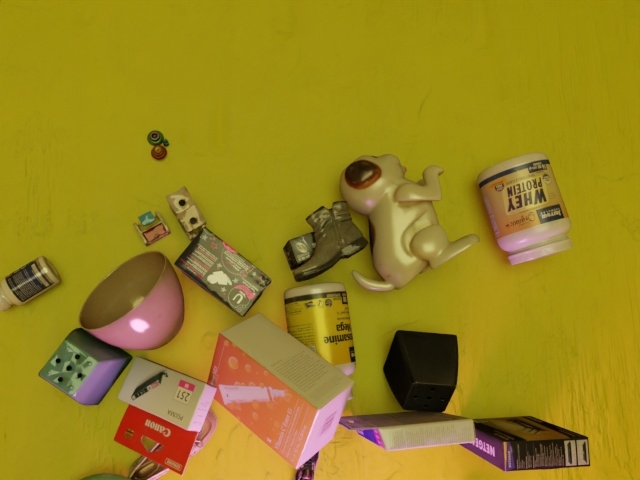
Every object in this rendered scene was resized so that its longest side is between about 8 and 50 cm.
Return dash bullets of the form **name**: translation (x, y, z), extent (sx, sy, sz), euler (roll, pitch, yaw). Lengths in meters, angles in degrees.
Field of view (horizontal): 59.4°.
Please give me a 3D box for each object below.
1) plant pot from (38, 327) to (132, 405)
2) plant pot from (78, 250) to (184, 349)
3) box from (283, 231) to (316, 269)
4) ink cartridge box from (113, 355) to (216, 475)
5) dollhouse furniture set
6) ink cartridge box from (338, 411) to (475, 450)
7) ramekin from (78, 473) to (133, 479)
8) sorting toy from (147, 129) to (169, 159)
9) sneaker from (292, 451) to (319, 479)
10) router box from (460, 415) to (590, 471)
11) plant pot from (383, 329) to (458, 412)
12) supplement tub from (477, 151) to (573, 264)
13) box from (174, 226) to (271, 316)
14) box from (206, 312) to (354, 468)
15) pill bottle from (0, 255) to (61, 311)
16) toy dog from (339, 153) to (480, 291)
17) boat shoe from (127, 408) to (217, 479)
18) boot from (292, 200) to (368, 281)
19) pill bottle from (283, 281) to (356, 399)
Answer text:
- **plant pot**: translation (-0.642, 0.340, 1.508), extent (0.165, 0.234, 0.165), euler (35, 77, -2)
- **plant pot**: translation (-0.491, 0.194, 1.565), extent (0.284, 0.284, 0.191), euler (-43, 124, -13)
- **box**: translation (-0.025, 0.023, 1.686), extent (0.147, 0.180, 0.078), euler (-20, 85, -11)
- **ink cartridge box**: translation (-0.443, 0.469, 1.528), extent (0.275, 0.060, 0.239), euler (11, 72, 29)
- **dollhouse furniture set**: translation (-0.446, -0.047, 1.662), extent (0.183, 0.129, 0.129), euler (-31, 86, -14)
- **ink cartridge box**: translation (0.210, 0.524, 1.554), extent (0.330, 0.324, 0.071), euler (-3, 78, -9)
- **ramekin**: translation (-0.571, 0.776, 1.436), extent (0.303, 0.148, 0.303), euler (0, 96, 2)
- **sorting toy**: translation (-0.505, -0.303, 1.746), extent (0.061, 0.042, 0.102), euler (-16, 82, -11)
- **sneaker**: translation (-0.038, 0.660, 1.619), extent (0.072, 0.077, 0.178), euler (9, 78, -8)
- **router box**: translation (0.568, 0.574, 1.606), extent (0.242, 0.309, 0.081), euler (0, 83, -9)
- **plant pot**: translation (0.300, 0.390, 1.630), extent (0.188, 0.187, 0.167), euler (6, 37, -7)
- **supplement tub**: translation (0.653, -0.098, 1.785), extent (0.228, 0.228, 0.316), euler (-15, 82, -11)
- **box**: translation (-0.282, 0.099, 1.643), extent (0.247, 0.163, 0.142), euler (39, 80, 0)
- **box**: translation (-0.116, 0.390, 1.499), extent (0.345, 0.168, 0.215), euler (31, 119, 26)
- **pill bottle**: translation (-0.838, 0.125, 1.590), extent (0.169, 0.094, 0.094), euler (-34, 86, -13)
- **toy dog**: translation (0.220, -0.078, 1.723), extent (0.395, 0.284, 0.408), euler (-32, 84, 5)
- **boat shoe**: translation (-0.409, 0.586, 1.570), extent (0.285, 0.089, 0.104), euler (-41, 87, -13)
- **boot**: translation (0.000, 0.000, 1.569), extent (0.246, 0.083, 0.161), euler (-29, 81, -18)
- **pill bottle**: translation (0.003, 0.298, 1.635), extent (0.187, 0.188, 0.334), euler (-6, 81, -10)
